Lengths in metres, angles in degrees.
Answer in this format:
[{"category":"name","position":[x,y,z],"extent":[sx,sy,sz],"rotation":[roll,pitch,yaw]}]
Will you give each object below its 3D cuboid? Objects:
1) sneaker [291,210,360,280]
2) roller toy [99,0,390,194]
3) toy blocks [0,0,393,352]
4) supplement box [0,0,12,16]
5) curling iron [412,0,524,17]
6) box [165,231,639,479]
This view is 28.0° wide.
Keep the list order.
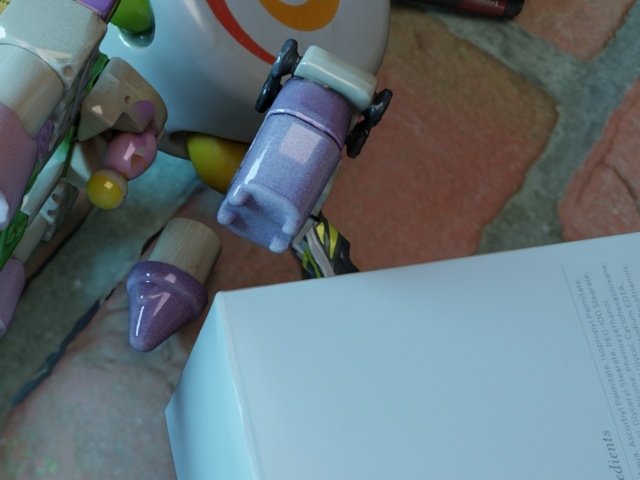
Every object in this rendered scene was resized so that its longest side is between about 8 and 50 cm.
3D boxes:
[{"category":"sneaker","position":[0.000,0.000,0.881],"extent":[0.035,0.031,0.083],"rotation":[-9,73,-33]},{"category":"roller toy","position":[-0.062,-0.152,0.848],"extent":[0.209,0.146,0.191],"rotation":[46,53,-19]},{"category":"toy blocks","position":[-0.179,0.009,0.686],"extent":[0.309,0.288,0.260],"rotation":[26,56,-4]},{"category":"supplement box","position":[-0.195,-0.215,0.897],"extent":[0.080,0.078,0.233],"rotation":[15,64,-8]},{"category":"curling iron","position":[0.038,-0.210,0.978],"extent":[0.274,0.035,0.068],"rotation":[1,62,-15]},{"category":"box","position":[0.104,0.119,0.748],"extent":[0.345,0.215,0.168],"rotation":[-8,68,-18]}]
